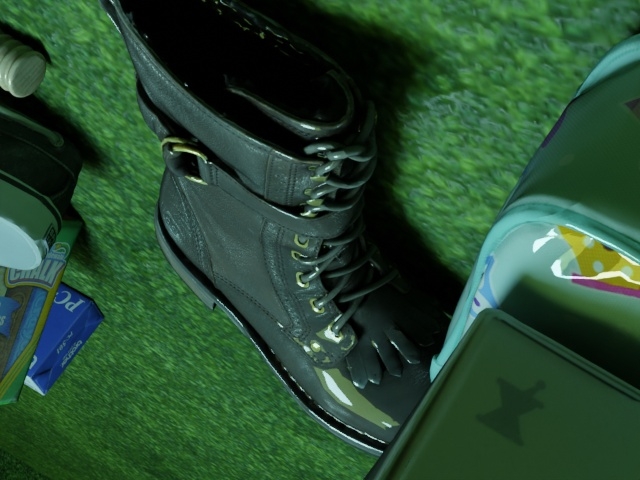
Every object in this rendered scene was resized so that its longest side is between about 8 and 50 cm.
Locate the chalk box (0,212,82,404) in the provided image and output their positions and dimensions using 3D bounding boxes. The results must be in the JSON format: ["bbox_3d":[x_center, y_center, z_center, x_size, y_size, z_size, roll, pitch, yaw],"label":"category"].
[{"bbox_3d":[-0.289,0.011,0.899,0.132,0.213,0.132,28,-170,24],"label":"chalk box"}]

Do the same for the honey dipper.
[{"bbox_3d":[-0.235,-0.136,0.706,0.161,0.030,0.030,32,159,20],"label":"honey dipper"}]

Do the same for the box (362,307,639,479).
[{"bbox_3d":[0.062,0.153,0.439,0.148,0.121,0.311,31,159,9],"label":"box"}]

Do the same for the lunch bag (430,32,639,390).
[{"bbox_3d":[0.159,0.062,0.427,0.224,0.108,0.279,29,158,12],"label":"lunch bag"}]

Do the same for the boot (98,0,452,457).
[{"bbox_3d":[0.000,0.000,0.548,0.263,0.091,0.229,35,159,10],"label":"boot"}]

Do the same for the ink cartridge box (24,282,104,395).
[{"bbox_3d":[-0.329,0.061,1.153,0.207,0.097,0.046,27,157,21],"label":"ink cartridge box"}]

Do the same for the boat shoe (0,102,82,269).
[{"bbox_3d":[-0.294,-0.094,0.728,0.306,0.105,0.113,26,150,-16],"label":"boat shoe"}]
